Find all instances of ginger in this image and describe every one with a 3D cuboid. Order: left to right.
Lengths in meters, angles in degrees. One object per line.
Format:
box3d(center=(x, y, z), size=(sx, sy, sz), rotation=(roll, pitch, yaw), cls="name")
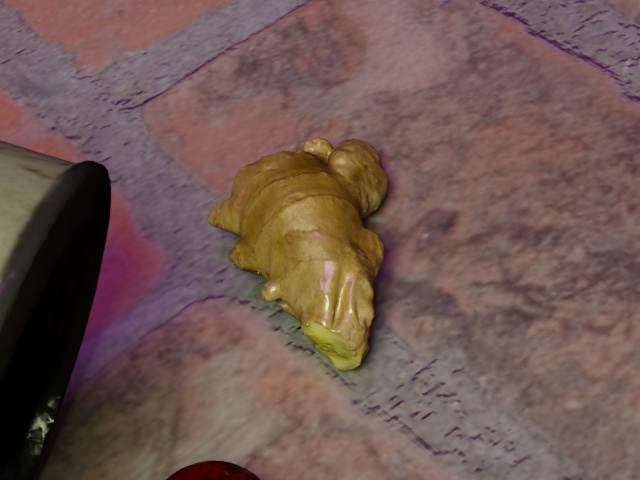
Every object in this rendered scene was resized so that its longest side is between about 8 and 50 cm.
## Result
box3d(center=(-0.013, -0.006, 0.945), size=(0.115, 0.081, 0.205), rotation=(21, 37, -14), cls="ginger")

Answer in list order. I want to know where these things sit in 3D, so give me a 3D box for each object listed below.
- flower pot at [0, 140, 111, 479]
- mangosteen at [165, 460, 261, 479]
box3d(center=(-0.308, 0.045, 0.731), size=(0.330, 0.293, 0.293), rotation=(20, 50, -2), cls="flower pot")
box3d(center=(-0.062, 0.167, 0.799), size=(0.081, 0.081, 0.081), rotation=(-5, 47, 5), cls="mangosteen")
